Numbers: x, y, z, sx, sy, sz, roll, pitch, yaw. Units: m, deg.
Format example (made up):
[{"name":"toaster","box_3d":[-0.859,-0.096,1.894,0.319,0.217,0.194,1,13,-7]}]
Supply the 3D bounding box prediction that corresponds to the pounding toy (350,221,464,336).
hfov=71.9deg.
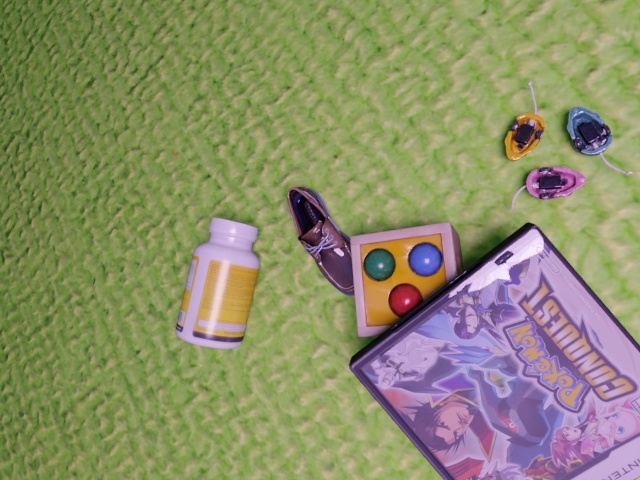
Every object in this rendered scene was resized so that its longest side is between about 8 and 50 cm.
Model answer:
[{"name":"pounding toy","box_3d":[0.150,0.074,0.538,0.205,0.094,0.181,-9,78,24]}]

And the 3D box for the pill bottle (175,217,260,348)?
[{"name":"pill bottle","box_3d":[-0.150,0.063,0.673,0.103,0.103,0.184,11,86,26]}]

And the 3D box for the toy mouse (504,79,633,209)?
[{"name":"toy mouse","box_3d":[0.296,-0.100,0.535,0.143,0.031,0.161,23,91,26]}]

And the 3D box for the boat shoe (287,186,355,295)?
[{"name":"boat shoe","box_3d":[0.000,0.000,0.634,0.066,0.066,0.183,-40,68,14]}]

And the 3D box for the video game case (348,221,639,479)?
[{"name":"video game case","box_3d":[0.212,0.164,0.473,0.248,0.035,0.275,-41,90,14]}]
